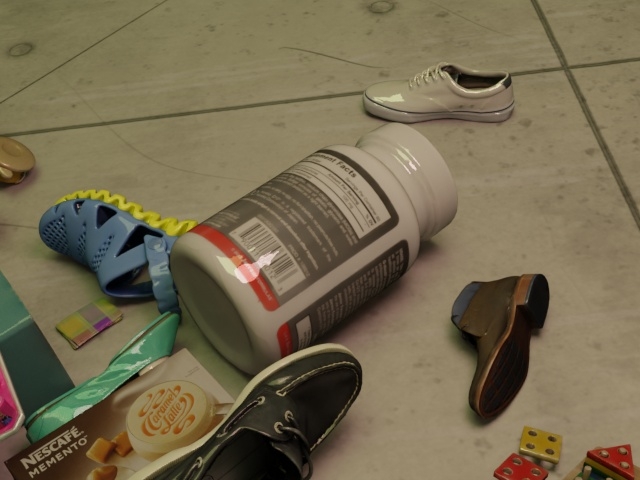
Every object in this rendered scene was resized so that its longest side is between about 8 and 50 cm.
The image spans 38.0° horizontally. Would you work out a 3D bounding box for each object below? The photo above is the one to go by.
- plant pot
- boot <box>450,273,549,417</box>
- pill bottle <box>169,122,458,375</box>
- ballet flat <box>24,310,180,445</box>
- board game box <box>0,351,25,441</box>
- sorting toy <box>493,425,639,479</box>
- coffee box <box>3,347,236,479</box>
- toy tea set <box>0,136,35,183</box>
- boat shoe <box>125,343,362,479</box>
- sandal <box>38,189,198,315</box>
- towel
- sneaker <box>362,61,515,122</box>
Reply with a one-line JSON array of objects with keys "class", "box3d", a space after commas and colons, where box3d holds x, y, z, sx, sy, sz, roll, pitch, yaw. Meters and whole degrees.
[{"class": "plant pot", "box3d": [-0.468, 0.166, 1.179, 0.234, 0.165, 0.165, -33, 49, -18]}, {"class": "boot", "box3d": [0.211, 0.132, 1.192, 0.106, 0.082, 0.219, 0, 43, 40]}, {"class": "pill bottle", "box3d": [0.000, 0.000, 1.244, 0.363, 0.210, 0.210, -34, 49, -26]}, {"class": "ballet flat", "box3d": [-0.254, 0.193, 1.184, 0.087, 0.083, 0.247, 44, 60, 12]}, {"class": "board game box", "box3d": [-0.584, 0.144, 1.068, 0.390, 0.050, 0.390, -26, 56, -12]}, {"class": "sorting toy", "box3d": [0.323, 0.269, 1.001, 0.275, 0.046, 0.132, 26, 34, 34]}, {"class": "coffee box", "box3d": [-0.214, 0.257, 1.083, 0.247, 0.098, 0.141, -31, 48, -23]}, {"class": "toy tea set", "box3d": [-0.592, -0.109, 1.519, 0.200, 0.124, 0.336, 32, 27, -7]}, {"class": "boat shoe", "box3d": [-0.067, 0.237, 1.009, 0.340, 0.127, 0.113, -29, 28, -26]}, {"class": "sandal", "box3d": [-0.278, 0.021, 1.330, 0.318, 0.126, 0.138, 13, 51, 22]}, {"class": "towel", "box3d": [-0.327, 0.115, 1.314, 0.083, 0.009, 0.060, -36, 49, -28]}, {"class": "sneaker", "box3d": [0.199, -0.259, 1.574, 0.258, 0.091, 0.094, 1, 44, 9]}]
